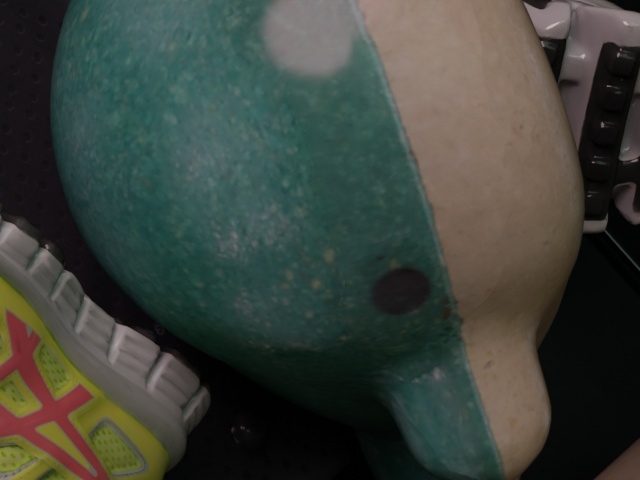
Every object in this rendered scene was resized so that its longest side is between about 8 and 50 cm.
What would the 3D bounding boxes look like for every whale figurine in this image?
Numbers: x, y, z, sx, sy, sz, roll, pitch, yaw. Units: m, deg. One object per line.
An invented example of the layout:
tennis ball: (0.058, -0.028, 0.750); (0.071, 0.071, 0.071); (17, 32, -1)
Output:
whale figurine: (0.000, 0.000, 0.544); (0.141, 0.272, 0.216); (-19, 49, -5)

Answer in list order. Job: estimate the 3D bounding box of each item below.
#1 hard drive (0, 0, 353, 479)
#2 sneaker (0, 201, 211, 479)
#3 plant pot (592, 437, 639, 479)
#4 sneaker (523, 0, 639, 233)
hard drive: (-0.113, 0.012, 0.582); (0.172, 0.054, 0.255); (-34, 91, -45)
sneaker: (-0.106, 0.043, 0.449); (0.208, 0.081, 0.094); (41, 62, -47)
plant pot: (0.163, 0.169, 0.497); (0.334, 0.334, 0.305); (50, 27, 3)
sneaker: (0.007, -0.082, 0.683); (0.292, 0.110, 0.118); (14, 26, -5)
